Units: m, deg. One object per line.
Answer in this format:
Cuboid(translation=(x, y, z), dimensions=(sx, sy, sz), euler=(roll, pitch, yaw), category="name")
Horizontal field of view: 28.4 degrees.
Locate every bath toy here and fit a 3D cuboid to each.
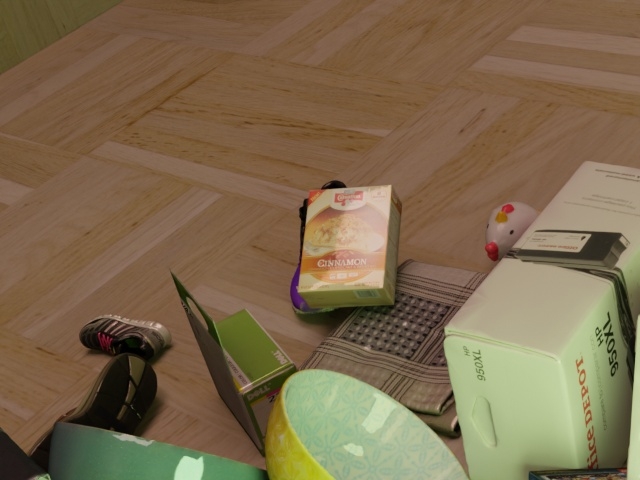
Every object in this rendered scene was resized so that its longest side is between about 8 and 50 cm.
Cuboid(translation=(0.398, 0.002, 1.951), dimensions=(0.348, 0.151, 0.129), euler=(9, 25, 39), category="bath toy")

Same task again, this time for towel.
Cuboid(translation=(0.167, 0.147, 1.933), dimensions=(0.324, 0.056, 0.312), euler=(14, 43, 40), category="towel")

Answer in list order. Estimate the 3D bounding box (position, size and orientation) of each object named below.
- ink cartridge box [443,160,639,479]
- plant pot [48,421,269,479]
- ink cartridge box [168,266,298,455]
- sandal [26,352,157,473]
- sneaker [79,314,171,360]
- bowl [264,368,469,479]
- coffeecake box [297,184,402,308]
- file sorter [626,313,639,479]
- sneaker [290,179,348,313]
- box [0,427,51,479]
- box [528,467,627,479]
Cuboid(translation=(0.344, 0.124, 1.658), dimensions=(0.166, 0.285, 0.395), euler=(12, 42, 36), category="ink cartridge box")
Cuboid(translation=(-0.223, 0.362, 1.625), dimensions=(0.290, 0.290, 0.195), euler=(4, 74, 31), category="plant pot")
Cuboid(translation=(-0.114, 0.158, 1.860), dimensions=(0.097, 0.255, 0.189), euler=(-26, 33, -14), category="ink cartridge box")
Cuboid(translation=(-0.352, 0.296, 1.927), dimensions=(0.086, 0.120, 0.303), euler=(-28, 17, 42), category="sandal")
Cuboid(translation=(-0.340, 0.171, 2.135), dimensions=(0.170, 0.063, 0.075), euler=(2, 30, 21), category="sneaker")
Cuboid(translation=(0.036, 0.315, 1.608), dimensions=(0.156, 0.290, 0.289), euler=(-57, 25, 20), category="bowl")
Cuboid(translation=(0.049, 0.010, 2.031), dimensions=(0.142, 0.068, 0.185), euler=(-4, 62, 19), category="coffeecake box")
Cuboid(translation=(0.477, 0.178, 1.492), dimensions=(0.173, 0.192, 0.278), euler=(4, 3, 25), category="file sorter")
Cuboid(translation=(-0.001, 0.000, 2.157), dimensions=(0.102, 0.146, 0.293), euler=(-6, 33, 19), category="sneaker")
Cuboid(translation=(-0.446, 0.385, 1.412), dimensions=(0.297, 0.479, 0.472), euler=(-35, 41, -22), category="box")
Cuboid(translation=(0.372, 0.296, 1.446), dimensions=(0.233, 0.044, 0.159), euler=(-1, 1, -7), category="box")
